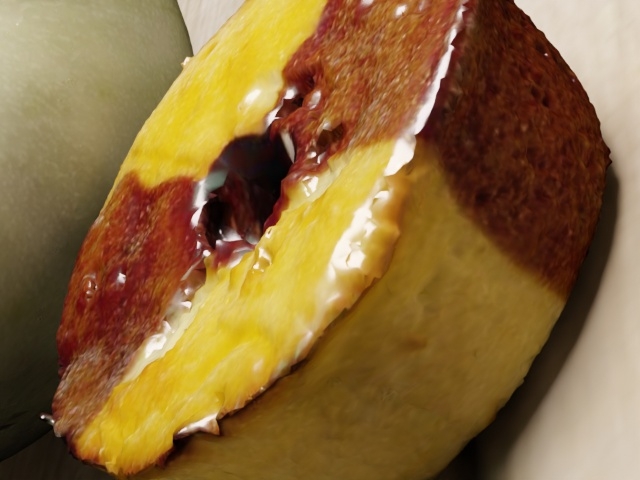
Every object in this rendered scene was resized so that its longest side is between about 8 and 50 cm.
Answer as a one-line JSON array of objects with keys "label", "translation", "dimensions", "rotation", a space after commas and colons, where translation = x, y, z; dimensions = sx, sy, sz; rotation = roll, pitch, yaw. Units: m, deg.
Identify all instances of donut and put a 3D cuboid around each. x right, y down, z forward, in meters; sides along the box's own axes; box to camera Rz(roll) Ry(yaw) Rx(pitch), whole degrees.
[{"label": "donut", "translation": [0.000, 0.000, 0.465], "dimensions": [0.184, 0.073, 0.166], "rotation": [-12, 48, 61]}]

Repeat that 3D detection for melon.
[{"label": "melon", "translation": [-0.170, -0.032, 0.637], "dimensions": [0.308, 0.271, 0.272], "rotation": [124, 166, -48]}]
